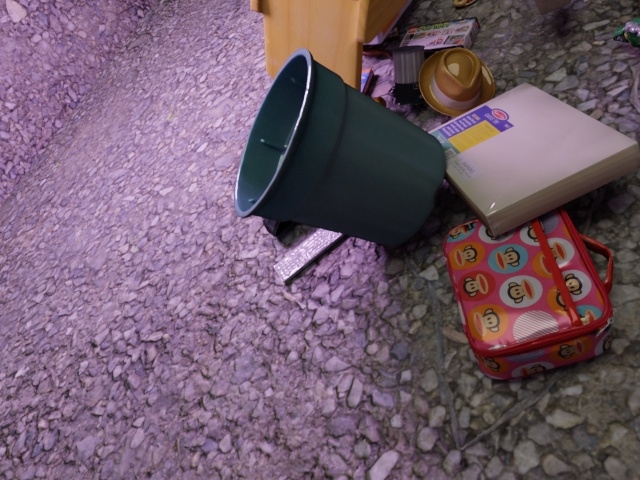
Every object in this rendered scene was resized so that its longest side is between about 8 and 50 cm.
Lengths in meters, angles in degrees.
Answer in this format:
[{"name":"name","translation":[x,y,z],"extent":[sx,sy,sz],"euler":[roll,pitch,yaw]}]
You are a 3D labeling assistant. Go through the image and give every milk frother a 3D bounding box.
[{"name":"milk frother","translation":[0.217,-0.428,1.468],"extent":[0.143,0.134,0.129],"euler":[17,35,40]}]

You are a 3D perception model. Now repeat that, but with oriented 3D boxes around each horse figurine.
[{"name":"horse figurine","translation":[0.145,-0.623,1.739],"extent":[0.175,0.066,0.263],"euler":[-20,43,13]}]

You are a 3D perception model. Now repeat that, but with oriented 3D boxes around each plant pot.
[{"name":"plant pot","translation":[0.044,-0.155,1.157],"extent":[0.341,0.334,0.341],"euler":[-47,32,43]}]

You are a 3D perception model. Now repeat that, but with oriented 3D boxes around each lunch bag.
[{"name":"lunch bag","translation":[0.358,0.072,0.962],"extent":[0.258,0.120,0.293],"euler":[-19,44,15]}]

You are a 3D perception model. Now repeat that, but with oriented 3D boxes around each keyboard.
[{"name":"keyboard","translation":[0.000,0.000,1.348],"extent":[0.256,0.014,0.072],"euler":[-39,42,1]}]

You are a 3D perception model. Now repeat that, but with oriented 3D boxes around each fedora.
[{"name":"fedora","translation":[0.325,-0.387,1.345],"extent":[0.195,0.079,0.194],"euler":[-1,70,2]}]

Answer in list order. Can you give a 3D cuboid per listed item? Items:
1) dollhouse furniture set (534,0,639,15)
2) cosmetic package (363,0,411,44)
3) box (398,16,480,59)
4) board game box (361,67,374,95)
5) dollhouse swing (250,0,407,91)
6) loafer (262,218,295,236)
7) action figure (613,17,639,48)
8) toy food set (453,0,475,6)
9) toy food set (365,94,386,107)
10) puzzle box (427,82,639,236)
[{"name":"dollhouse furniture set","translation":[0.642,-0.698,1.227],"extent":[0.394,0.362,0.256],"euler":[-15,47,35]},{"name":"cosmetic package","translation":[0.172,-0.793,1.684],"extent":[0.162,0.230,0.453],"euler":[9,52,31]},{"name":"box","translation":[0.320,-0.549,1.572],"extent":[0.207,0.036,0.114],"euler":[8,60,39]},{"name":"board game box","translation":[0.014,-0.424,1.691],"extent":[0.281,0.027,0.145],"euler":[-2,56,35]},{"name":"dollhouse swing","translation":[0.036,-0.575,1.470],"extent":[0.347,0.305,0.315],"euler":[25,62,26]},{"name":"loafer","translation":[-0.046,-0.093,1.420],"extent":[0.223,0.076,0.078],"euler":[-41,47,5]},{"name":"action figure","translation":[0.680,-0.397,1.143],"extent":[0.063,0.137,0.232],"euler":[-49,33,9]},{"name":"toy food set","translation":[0.419,-0.702,1.643],"extent":[0.083,0.020,0.082],"euler":[-18,46,23]},{"name":"toy food set","translation":[0.092,-0.279,1.455],"extent":[0.105,0.111,0.232],"euler":[-25,45,39]},{"name":"puzzle box","translation":[0.375,-0.178,1.118],"extent":[0.272,0.052,0.409],"euler":[-27,29,7]}]
